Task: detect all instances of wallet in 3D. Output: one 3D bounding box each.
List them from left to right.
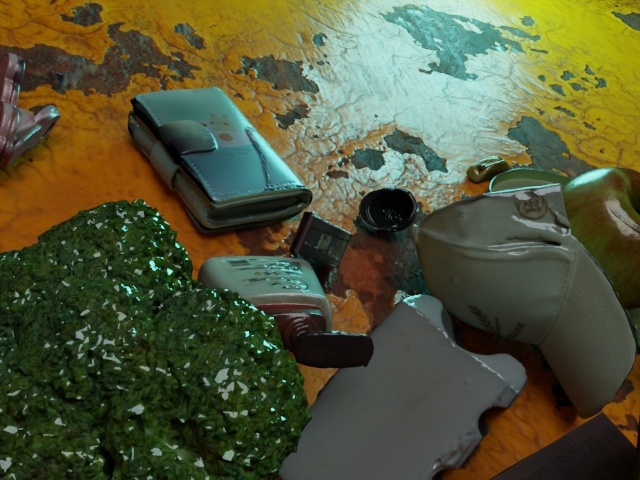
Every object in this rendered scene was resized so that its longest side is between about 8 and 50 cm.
[{"bbox_3d":[-0.147,-0.121,1.126,0.176,0.075,0.250,-13,50,-36],"label":"wallet"}]

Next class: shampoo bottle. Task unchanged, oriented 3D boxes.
[{"bbox_3d":[-0.039,0.077,0.860,0.153,0.071,0.284,2,12,-19],"label":"shampoo bottle"}]

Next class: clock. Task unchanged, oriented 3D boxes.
[{"bbox_3d":[0.375,-0.045,1.261,0.235,0.029,0.235,11,35,-7],"label":"clock"}]

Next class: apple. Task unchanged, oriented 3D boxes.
[{"bbox_3d":[0.387,0.004,1.069,0.196,0.196,0.196,11,42,-10],"label":"apple"}]

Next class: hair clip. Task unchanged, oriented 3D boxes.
[{"bbox_3d":[-0.414,-0.158,1.039,0.102,0.123,0.138,38,36,-10],"label":"hair clip"}]

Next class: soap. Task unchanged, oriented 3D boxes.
[{"bbox_3d":[0.099,0.206,0.898,0.159,0.258,0.302,37,0,19],"label":"soap"}]

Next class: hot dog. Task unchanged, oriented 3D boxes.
[{"bbox_3d":[0.282,-0.121,1.325,0.090,0.034,0.030,-13,51,-33],"label":"hot dog"}]

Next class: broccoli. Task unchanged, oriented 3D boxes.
[{"bbox_3d":[-0.182,0.155,0.627,0.321,0.413,0.310,-48,116,-37],"label":"broccoli"}]

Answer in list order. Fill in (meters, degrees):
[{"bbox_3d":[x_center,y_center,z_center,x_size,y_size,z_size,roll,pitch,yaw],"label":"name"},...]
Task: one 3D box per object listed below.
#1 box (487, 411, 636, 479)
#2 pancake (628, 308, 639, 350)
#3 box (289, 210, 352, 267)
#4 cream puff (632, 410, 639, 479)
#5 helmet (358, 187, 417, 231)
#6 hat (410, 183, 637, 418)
[{"bbox_3d":[0.280,0.312,0.819,0.215,0.086,0.215,-16,53,-35],"label":"box"},{"bbox_3d":[0.464,0.076,1.188,0.212,0.029,0.235,-24,57,-39],"label":"pancake"},{"bbox_3d":[0.000,0.000,1.043,0.063,0.060,0.084,22,-1,-8],"label":"box"},{"bbox_3d":[0.400,0.206,0.650,0.275,0.378,0.378,11,37,22],"label":"cream puff"},{"bbox_3d":[0.099,-0.041,1.156,0.084,0.049,0.065,-1,77,12],"label":"helmet"},{"bbox_3d":[0.240,0.087,0.992,0.168,0.258,0.301,-25,74,-6],"label":"hat"}]
